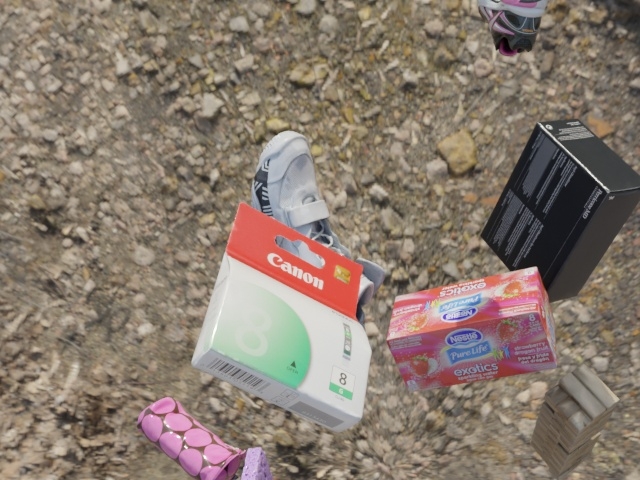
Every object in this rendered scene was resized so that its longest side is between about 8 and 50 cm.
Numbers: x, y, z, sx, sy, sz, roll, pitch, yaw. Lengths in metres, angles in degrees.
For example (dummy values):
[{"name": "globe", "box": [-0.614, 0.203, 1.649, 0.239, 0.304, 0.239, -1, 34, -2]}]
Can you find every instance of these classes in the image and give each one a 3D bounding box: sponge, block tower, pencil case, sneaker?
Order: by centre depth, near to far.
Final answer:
[{"name": "sneaker", "box": [0.246, -0.286, 1.032, 0.072, 0.178, 0.077, 5, 106, 1]}, {"name": "sponge", "box": [-0.114, 0.470, 1.325, 0.031, 0.210, 0.117, -9, 116, 11]}, {"name": "sneaker", "box": [0.000, 0.000, 1.338, 0.210, 0.137, 0.366, 15, 113, 35]}, {"name": "pencil case", "box": [-0.242, 0.375, 1.450, 0.209, 0.095, 0.098, 32, 60, 23]}, {"name": "block tower", "box": [0.479, 0.356, 1.490, 0.091, 0.335, 0.097, -31, 57, -11]}]

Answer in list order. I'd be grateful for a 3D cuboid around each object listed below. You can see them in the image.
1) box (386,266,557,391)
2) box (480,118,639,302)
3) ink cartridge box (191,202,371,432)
[{"name": "box", "box": [0.253, 0.150, 1.293, 0.257, 0.123, 0.128, -14, 28, 22]}, {"name": "box", "box": [0.404, -0.047, 1.319, 0.103, 0.261, 0.184, -8, 47, -27]}, {"name": "ink cartridge box", "box": [-0.025, 0.069, 0.835, 0.181, 0.056, 0.225, 29, 50, -20]}]
